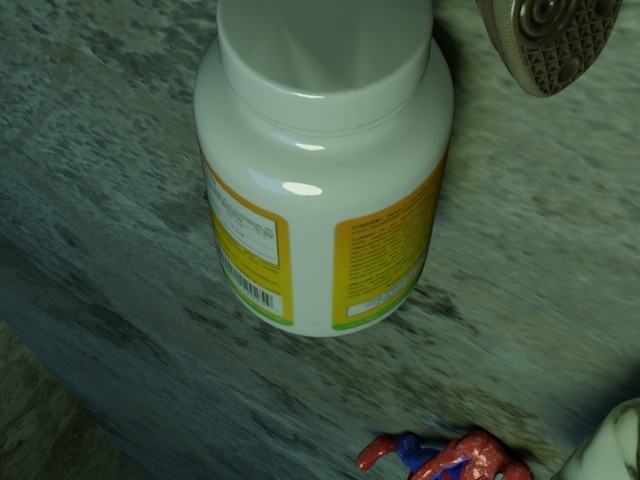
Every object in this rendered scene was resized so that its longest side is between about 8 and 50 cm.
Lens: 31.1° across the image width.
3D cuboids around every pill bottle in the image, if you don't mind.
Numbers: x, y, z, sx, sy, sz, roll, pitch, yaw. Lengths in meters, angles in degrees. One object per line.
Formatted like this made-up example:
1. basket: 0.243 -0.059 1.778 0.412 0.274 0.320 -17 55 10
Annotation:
1. pill bottle: 0.002 -0.052 0.636 0.136 0.136 0.246 34 158 16

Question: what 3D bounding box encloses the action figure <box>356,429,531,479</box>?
1. action figure: 0.101 0.247 1.076 0.091 0.139 0.280 42 157 -8

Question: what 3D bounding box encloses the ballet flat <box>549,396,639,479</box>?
1. ballet flat: 0.241 0.145 0.667 0.139 0.139 0.400 46 154 -15

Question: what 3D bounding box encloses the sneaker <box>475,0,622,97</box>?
1. sneaker: 0.074 -0.145 0.458 0.071 0.066 0.188 44 161 43
